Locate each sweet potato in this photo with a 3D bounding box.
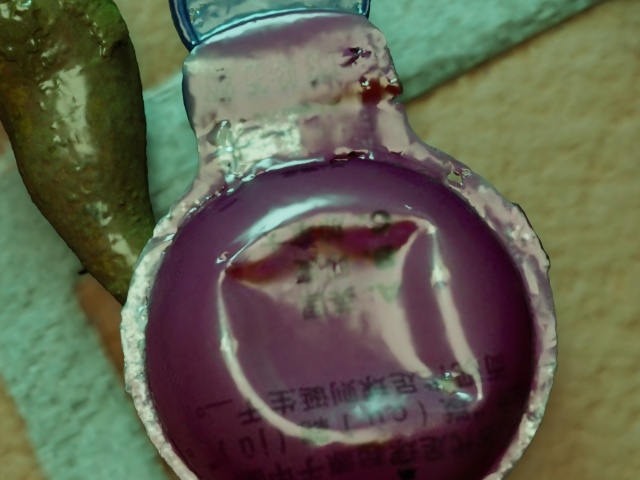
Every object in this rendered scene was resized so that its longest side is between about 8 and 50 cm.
[{"bbox_3d":[-0.093,-0.054,0.627,0.068,0.068,0.226,-27,97,-1],"label":"sweet potato"}]

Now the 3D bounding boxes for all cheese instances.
[{"bbox_3d":[0.000,0.000,0.600,0.155,0.062,0.244,-11,76,-4],"label":"cheese"}]
